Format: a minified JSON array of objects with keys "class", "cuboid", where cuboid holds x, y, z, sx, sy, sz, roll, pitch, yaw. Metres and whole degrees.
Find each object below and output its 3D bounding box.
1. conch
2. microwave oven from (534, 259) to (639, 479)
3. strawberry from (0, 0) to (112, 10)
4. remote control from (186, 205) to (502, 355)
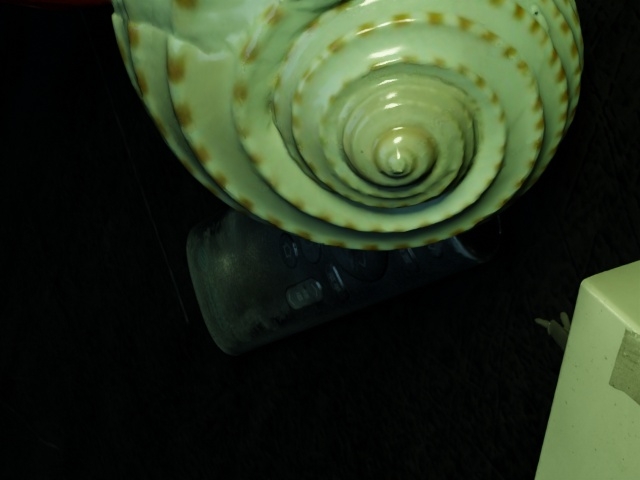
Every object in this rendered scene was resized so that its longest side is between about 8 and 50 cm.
[{"class":"conch","cuboid":[-0.013,-0.151,0.866,0.319,0.215,0.303,46,160,46]},{"class":"microwave oven","cuboid":[0.189,0.133,0.753,0.194,0.145,0.241,49,143,43]},{"class":"strawberry","cuboid":[-0.246,-0.289,1.114,0.295,0.345,0.317,55,147,30]},{"class":"remote control","cuboid":[0.000,0.000,1.137,0.377,0.044,0.107,-25,86,62]}]
